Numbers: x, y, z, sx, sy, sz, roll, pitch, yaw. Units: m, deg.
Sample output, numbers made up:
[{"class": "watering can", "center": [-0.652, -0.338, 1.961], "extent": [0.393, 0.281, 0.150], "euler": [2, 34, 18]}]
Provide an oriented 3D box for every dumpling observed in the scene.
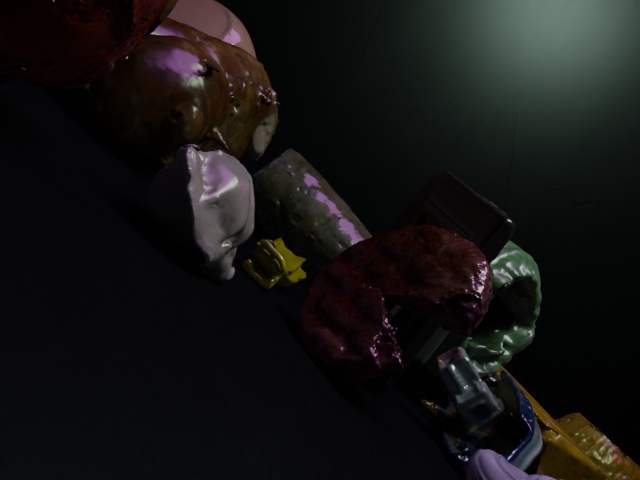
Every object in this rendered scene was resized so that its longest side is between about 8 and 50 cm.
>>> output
[{"class": "dumpling", "center": [-0.112, -0.025, 1.232], "extent": [0.188, 0.108, 0.127], "euler": [104, -36, -77]}]

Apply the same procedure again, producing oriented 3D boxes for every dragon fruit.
[{"class": "dragon fruit", "center": [-0.265, -0.275, 1.077], "extent": [0.295, 0.295, 0.302], "euler": [43, 24, 0]}]

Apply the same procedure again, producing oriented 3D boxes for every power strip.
[{"class": "power strip", "center": [0.131, 0.053, 1.510], "extent": [0.092, 0.257, 0.251], "euler": [37, 7, -15]}]

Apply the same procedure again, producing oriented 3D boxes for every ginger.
[{"class": "ginger", "center": [-0.170, -0.172, 1.554], "extent": [0.254, 0.176, 0.418], "euler": [46, 13, 28]}]

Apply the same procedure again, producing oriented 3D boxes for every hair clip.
[{"class": "hair clip", "center": [-0.053, 0.028, 1.501], "extent": [0.072, 0.046, 0.173], "euler": [46, 6, 1]}]

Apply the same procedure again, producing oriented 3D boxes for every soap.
[{"class": "soap", "center": [0.277, 0.265, 1.833], "extent": [0.204, 0.096, 0.324], "euler": [40, 6, -40]}]

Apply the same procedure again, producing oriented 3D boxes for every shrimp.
[{"class": "shrimp", "center": [0.173, 0.175, 1.773], "extent": [0.145, 0.059, 0.254], "euler": [1, 29, -25]}]

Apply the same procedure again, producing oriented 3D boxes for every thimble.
[{"class": "thimble", "center": [0.199, 0.084, 1.673], "extent": [0.150, 0.219, 0.219], "euler": [38, 1, 34]}]

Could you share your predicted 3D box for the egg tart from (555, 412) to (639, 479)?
[{"class": "egg tart", "center": [0.512, 0.421, 2.335], "extent": [0.288, 0.118, 0.288], "euler": [40, 2, -1]}]

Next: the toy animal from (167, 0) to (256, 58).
[{"class": "toy animal", "center": [-0.196, -0.231, 1.820], "extent": [0.195, 0.213, 0.256], "euler": [-74, 167, -45]}]

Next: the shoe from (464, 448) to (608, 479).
[{"class": "shoe", "center": [0.262, 0.288, 1.262], "extent": [0.245, 0.137, 0.095], "euler": [45, 1, 23]}]

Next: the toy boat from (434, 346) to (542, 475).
[{"class": "toy boat", "center": [0.191, 0.209, 1.464], "extent": [0.115, 0.114, 0.262], "euler": [53, 9, -25]}]

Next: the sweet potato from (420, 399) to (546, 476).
[{"class": "sweet potato", "center": [0.225, 0.268, 1.576], "extent": [0.226, 0.068, 0.068], "euler": [42, 5, 1]}]

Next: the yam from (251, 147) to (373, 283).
[{"class": "yam", "center": [0.000, 0.000, 1.788], "extent": [0.330, 0.133, 0.133], "euler": [48, 6, 20]}]

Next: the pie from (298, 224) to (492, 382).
[{"class": "pie", "center": [0.080, 0.065, 1.342], "extent": [0.204, 0.218, 0.054], "euler": [-111, 177, -54]}]
